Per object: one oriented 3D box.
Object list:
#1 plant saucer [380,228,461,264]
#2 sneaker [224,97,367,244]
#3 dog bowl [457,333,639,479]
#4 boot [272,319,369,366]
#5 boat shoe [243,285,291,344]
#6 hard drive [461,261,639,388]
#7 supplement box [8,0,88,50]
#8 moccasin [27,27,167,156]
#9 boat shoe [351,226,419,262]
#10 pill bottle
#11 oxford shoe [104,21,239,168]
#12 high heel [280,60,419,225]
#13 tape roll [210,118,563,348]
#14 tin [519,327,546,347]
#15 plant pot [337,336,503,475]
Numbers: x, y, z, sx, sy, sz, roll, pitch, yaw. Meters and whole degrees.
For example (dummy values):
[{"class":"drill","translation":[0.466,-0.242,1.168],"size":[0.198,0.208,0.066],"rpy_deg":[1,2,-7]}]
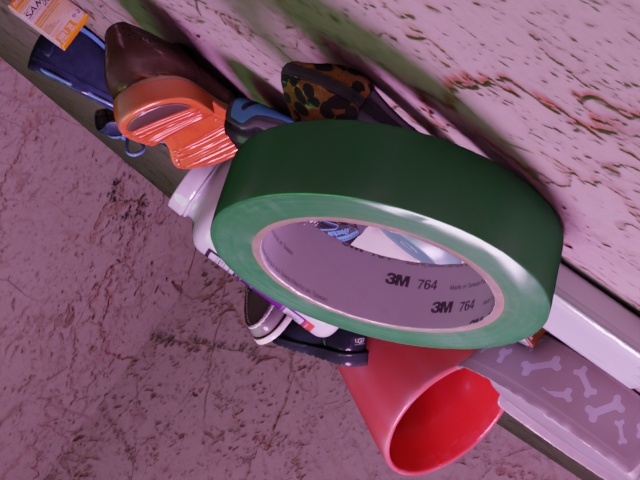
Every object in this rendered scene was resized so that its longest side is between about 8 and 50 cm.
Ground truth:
[{"class":"plant saucer","translation":[0.103,-0.001,1.338],"size":[0.119,0.021,0.119],"rpy_deg":[36,174,5]},{"class":"sneaker","translation":[-0.033,-0.055,1.492],"size":[0.125,0.140,0.341],"rpy_deg":[32,172,34]},{"class":"dog bowl","translation":[0.368,0.243,1.734],"size":[0.348,0.102,0.349],"rpy_deg":[35,174,5]},{"class":"boot","translation":[0.008,0.097,2.101],"size":[0.094,0.207,0.246],"rpy_deg":[1,-174,-36]},{"class":"boat shoe","translation":[-0.084,0.037,1.995],"size":[0.109,0.305,0.091],"rpy_deg":[-23,127,31]},{"class":"hard drive","translation":[0.236,0.051,1.292],"size":[0.307,0.040,0.203],"rpy_deg":[36,174,7]},{"class":"supplement box","translation":[-0.396,-0.332,1.748],"size":[0.098,0.062,0.036],"rpy_deg":[36,175,-5]},{"class":"moccasin","translation":[-0.334,-0.224,1.968],"size":[0.342,0.117,0.137],"rpy_deg":[39,173,-26]},{"class":"boat shoe","translation":[0.029,-0.013,1.718],"size":[0.319,0.116,0.099],"rpy_deg":[29,-159,-1]},{"class":"pill bottle","translation":[-0.068,-0.009,1.849],"size":[0.323,0.181,0.181],"rpy_deg":[37,174,-2]},{"class":"oxford shoe","translation":[-0.166,-0.183,1.532],"size":[0.363,0.130,0.133],"rpy_deg":[33,-146,-74]},{"class":"high heel","translation":[-0.002,-0.100,1.153],"size":[0.186,0.093,0.261],"rpy_deg":[34,161,-22]},{"class":"tape roll","translation":[0.061,0.004,1.120],"size":[0.321,0.077,0.321],"rpy_deg":[13,156,6]},{"class":"tin","translation":[0.237,0.088,1.585],"size":[0.106,0.040,0.190],"rpy_deg":[37,176,31]},{"class":"plant pot","translation":[0.163,0.238,2.138],"size":[0.243,0.275,0.275],"rpy_deg":[49,-177,39]}]
